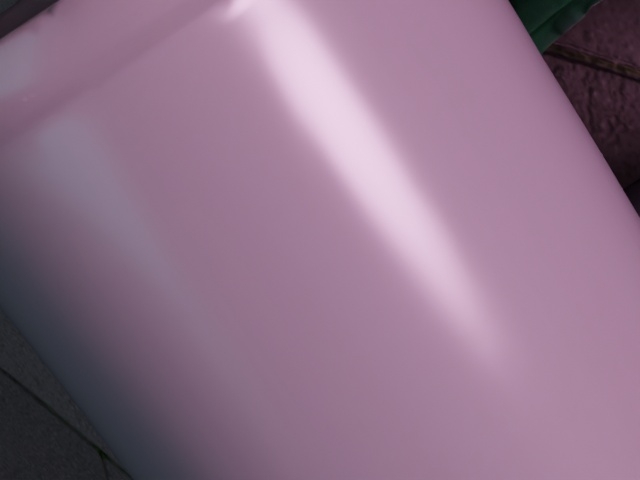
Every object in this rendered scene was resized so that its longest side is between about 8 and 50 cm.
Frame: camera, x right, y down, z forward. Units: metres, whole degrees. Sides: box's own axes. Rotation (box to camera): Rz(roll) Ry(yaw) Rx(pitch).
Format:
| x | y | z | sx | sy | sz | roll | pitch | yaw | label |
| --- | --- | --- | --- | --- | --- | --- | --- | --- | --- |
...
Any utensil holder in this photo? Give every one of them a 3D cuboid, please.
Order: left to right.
| x | y | z | sx | sy | sz | roll | pitch | yaw | label |
| --- | --- | --- | --- | --- | --- | --- | --- | --- | --- |
| 0.000 | 0.000 | 0.914 | 0.385 | 0.327 | 0.327 | 55 | 148 | -14 | utensil holder |

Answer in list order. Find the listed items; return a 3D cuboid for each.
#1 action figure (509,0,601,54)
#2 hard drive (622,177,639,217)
| x | y | z | sx | sy | sz | roll | pitch | yaw | label |
| --- | --- | --- | --- | --- | --- | --- | --- | --- | --- |
| 0.129 | -0.168 | 0.928 | 0.137 | 0.063 | 0.232 | 57 | 151 | -5 | action figure |
| 0.262 | 0.020 | 0.958 | 0.172 | 0.054 | 0.254 | 54 | 148 | -4 | hard drive |
